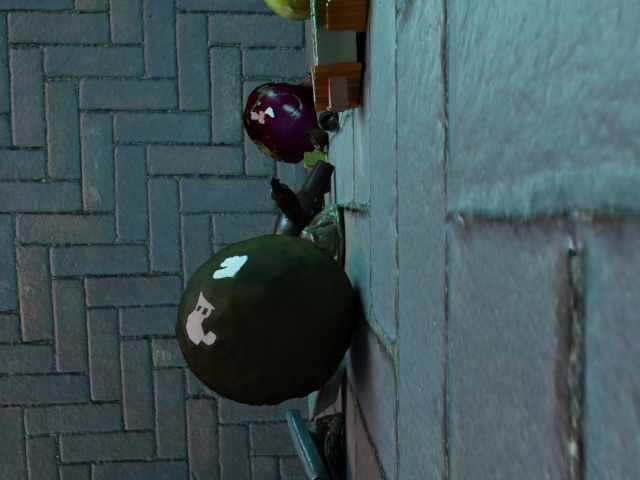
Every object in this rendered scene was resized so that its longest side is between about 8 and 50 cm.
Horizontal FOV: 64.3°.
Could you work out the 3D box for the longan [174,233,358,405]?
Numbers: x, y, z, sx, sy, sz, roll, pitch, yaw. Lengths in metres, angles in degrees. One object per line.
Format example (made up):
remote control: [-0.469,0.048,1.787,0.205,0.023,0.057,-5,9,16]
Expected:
longan: [-0.110,0.176,1.108,0.391,0.391,0.391,179,90,-86]

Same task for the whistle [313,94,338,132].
whistle: [0.011,-0.403,1.546,0.326,0.057,0.068,-98,8,-61]

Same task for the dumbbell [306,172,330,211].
dumbbell: [-0.003,-0.126,1.653,0.092,0.082,0.231,96,172,-52]

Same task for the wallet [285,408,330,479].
wallet: [-0.015,0.642,1.405,0.251,0.054,0.290,-131,22,-56]

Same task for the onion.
onion: [-0.120,-0.511,2.018,0.385,0.347,0.348,-57,0,-7]

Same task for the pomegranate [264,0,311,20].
pomegranate: [-0.073,-0.749,1.441,0.248,0.248,0.248,179,90,-86]

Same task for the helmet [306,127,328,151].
helmet: [-0.001,-0.357,1.765,0.089,0.057,0.111,54,178,-19]

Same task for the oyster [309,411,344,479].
oyster: [0.021,0.611,1.442,0.199,0.087,0.252,142,119,-72]

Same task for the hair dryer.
hair dryer: [-0.063,-0.136,1.398,0.340,0.123,0.313,62,-131,-68]

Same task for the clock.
clock: [0.031,-0.387,0.996,0.220,0.106,0.255,-98,3,-70]

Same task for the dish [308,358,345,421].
dish: [0.015,0.387,1.400,0.154,0.064,0.234,-100,22,-68]

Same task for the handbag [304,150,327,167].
handbag: [-0.017,-0.286,1.801,0.027,0.083,0.061,100,171,-67]

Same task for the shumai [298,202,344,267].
shumai: [0.000,0.000,1.377,0.201,0.120,0.201,177,90,-84]
